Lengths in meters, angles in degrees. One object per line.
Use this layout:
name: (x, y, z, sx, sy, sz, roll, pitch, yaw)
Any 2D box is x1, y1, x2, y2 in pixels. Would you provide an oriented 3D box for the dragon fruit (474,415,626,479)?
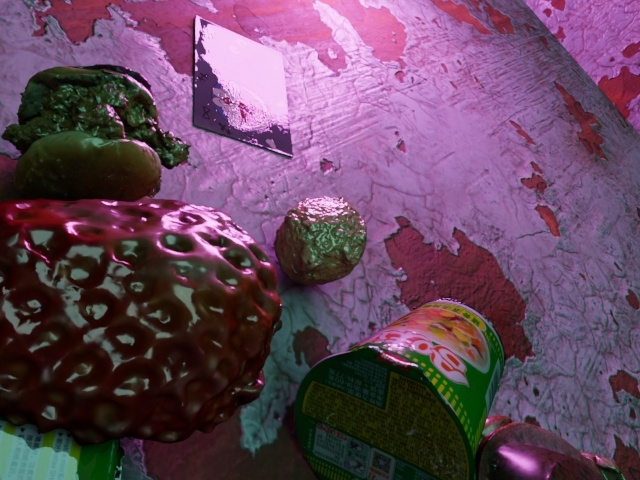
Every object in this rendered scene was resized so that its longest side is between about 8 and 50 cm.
dragon fruit: (0.288, 0.357, 0.735, 0.295, 0.130, 0.268, 52, 38, 6)

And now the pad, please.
pad: (-0.125, -0.248, 0.943, 0.170, 0.006, 0.246, 15, 52, -30)

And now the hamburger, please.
hamburger: (-0.231, -0.092, 0.629, 0.184, 0.159, 0.131, -6, 57, -19)

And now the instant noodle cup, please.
instant noodle cup: (0.117, 0.173, 0.689, 0.207, 0.207, 0.232, 53, 36, 7)

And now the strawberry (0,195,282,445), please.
strawberry: (-0.186, 0.033, 0.501, 0.335, 0.149, 0.265, 11, 26, -37)

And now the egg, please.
egg: (0.000, 0.000, 0.773, 0.116, 0.118, 0.140, 54, 49, -17)

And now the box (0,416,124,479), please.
box: (-0.276, 0.201, 0.413, 0.249, 0.103, 0.180, 18, 50, -26)
